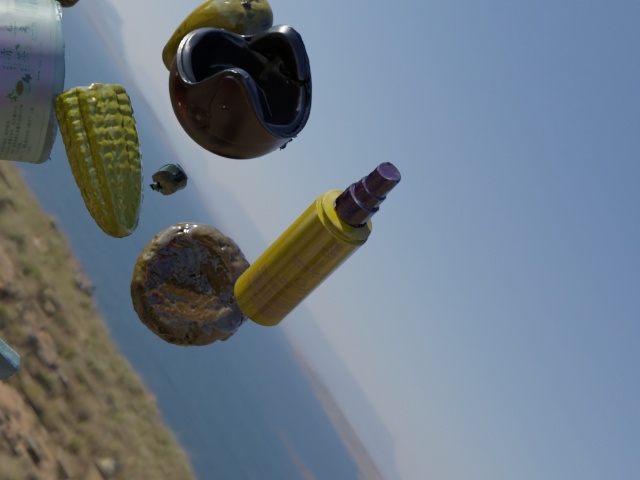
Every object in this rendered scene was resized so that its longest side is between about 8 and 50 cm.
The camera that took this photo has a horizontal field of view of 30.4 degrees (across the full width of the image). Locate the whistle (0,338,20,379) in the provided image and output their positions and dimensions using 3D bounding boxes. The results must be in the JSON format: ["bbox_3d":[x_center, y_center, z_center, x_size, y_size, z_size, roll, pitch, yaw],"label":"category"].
[{"bbox_3d":[-0.557,0.077,1.746,0.163,0.163,0.289,54,-3,46],"label":"whistle"}]

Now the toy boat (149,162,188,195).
[{"bbox_3d":[-0.279,-0.118,2.224,0.055,0.060,0.141,58,-20,-9],"label":"toy boat"}]

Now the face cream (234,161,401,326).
[{"bbox_3d":[0.000,0.000,1.396,0.078,0.273,0.078,26,40,-24],"label":"face cream"}]

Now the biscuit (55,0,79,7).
[{"bbox_3d":[-0.358,-0.514,1.918,0.183,0.320,0.047,30,6,-14],"label":"biscuit"}]

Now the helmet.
[{"bbox_3d":[-0.118,-0.217,1.713,0.216,0.189,0.193,37,-45,2],"label":"helmet"}]

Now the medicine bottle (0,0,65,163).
[{"bbox_3d":[-0.525,-0.239,1.673,0.245,0.290,0.245,-177,-90,-69],"label":"medicine bottle"}]

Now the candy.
[{"bbox_3d":[-0.265,-0.097,1.463,0.106,0.094,0.199,90,-16,-74],"label":"candy"}]

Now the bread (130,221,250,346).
[{"bbox_3d":[-0.233,0.085,2.128,0.230,0.230,0.123,58,-14,5],"label":"bread"}]

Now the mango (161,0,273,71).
[{"bbox_3d":[-0.163,-0.321,1.853,0.098,0.195,0.137,58,19,8],"label":"mango"}]
